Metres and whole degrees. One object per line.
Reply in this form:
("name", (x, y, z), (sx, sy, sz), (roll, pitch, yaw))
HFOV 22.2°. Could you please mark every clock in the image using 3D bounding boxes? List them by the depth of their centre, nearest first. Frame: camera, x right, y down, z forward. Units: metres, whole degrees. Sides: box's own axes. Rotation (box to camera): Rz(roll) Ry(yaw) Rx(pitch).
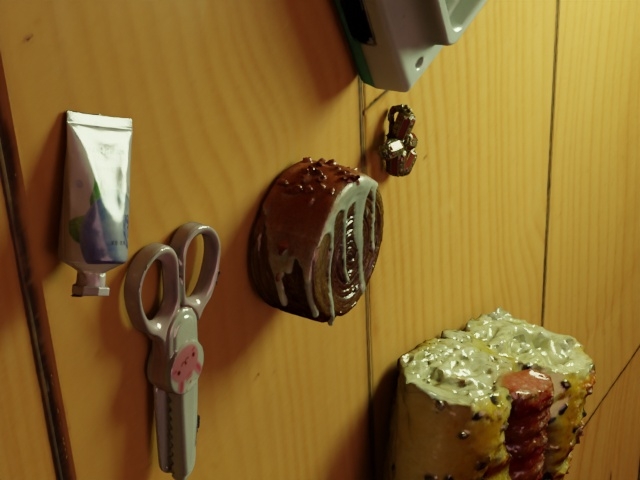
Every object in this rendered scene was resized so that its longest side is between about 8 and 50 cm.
("clock", (0.105, -0.299, 1.542), (0.231, 0.116, 0.262), (-58, 149, -25))

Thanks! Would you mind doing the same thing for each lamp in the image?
("lamp", (0.084, -0.099, 1.722), (0.063, 0.031, 0.083), (-63, 156, -15))

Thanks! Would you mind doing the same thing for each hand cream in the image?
("hand cream", (-0.173, -0.027, 1.261), (0.084, 0.053, 0.142), (1, 95, -62))

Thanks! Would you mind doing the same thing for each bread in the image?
("bread", (0.000, 0.000, 1.572), (0.160, 0.073, 0.160), (-40, 140, -45))

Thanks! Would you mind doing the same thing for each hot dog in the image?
("hot dog", (0.190, 0.306, 2.011), (0.367, 0.196, 0.365), (-18, 125, -56))

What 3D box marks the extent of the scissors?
("scissors", (-0.129, 0.106, 1.439), (0.118, 0.031, 0.242), (-31, 131, -51))
